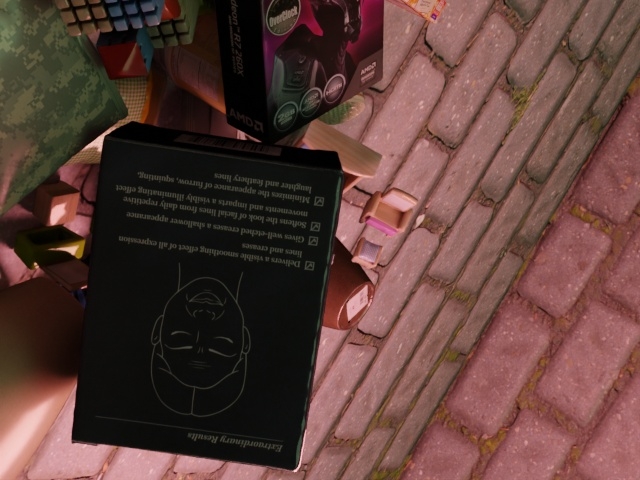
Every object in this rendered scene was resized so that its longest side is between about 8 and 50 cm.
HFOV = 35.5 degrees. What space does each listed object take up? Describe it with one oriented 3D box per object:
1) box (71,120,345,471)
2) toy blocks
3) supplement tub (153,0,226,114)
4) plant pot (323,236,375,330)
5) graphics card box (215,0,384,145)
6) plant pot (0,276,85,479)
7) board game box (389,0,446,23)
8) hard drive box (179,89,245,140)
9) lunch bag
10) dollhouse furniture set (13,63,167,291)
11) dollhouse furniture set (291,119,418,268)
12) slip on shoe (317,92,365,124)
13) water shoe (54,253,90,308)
[{"bbox_3d":[-0.143,0.065,1.311,0.212,0.294,0.395,-96,-165,-79],"label":"box"},{"bbox_3d":[-0.222,-0.330,1.086,0.381,0.191,0.261,75,12,-46],"label":"toy blocks"},{"bbox_3d":[-0.132,-0.262,1.433,0.144,0.200,0.144,-37,145,-31],"label":"supplement tub"},{"bbox_3d":[-0.016,0.067,1.913,0.215,0.230,0.215,-38,146,-32],"label":"plant pot"},{"bbox_3d":[-0.024,-0.329,1.250,0.233,0.094,0.371,-35,141,-35],"label":"graphics card box"},{"bbox_3d":[-0.447,0.182,1.370,0.274,0.256,0.256,-48,151,-33],"label":"plant pot"},{"bbox_3d":[0.109,-0.439,1.688,0.193,0.147,0.045,12,108,-61],"label":"board game box"},{"bbox_3d":[-0.161,-0.105,1.562,0.089,0.181,0.232,-3,138,-1],"label":"hard drive box"},{"bbox_3d":[-0.389,-0.197,1.128,0.235,0.169,0.287,-44,147,-19],"label":"lunch bag"},{"bbox_3d":[-0.293,-0.091,1.405,0.198,0.151,0.301,-16,131,-51],"label":"dollhouse furniture set"},{"bbox_3d":[0.000,0.000,1.716,0.303,0.286,0.198,-66,-169,-20],"label":"dollhouse furniture set"},{"bbox_3d":[-0.061,-0.265,1.661,0.331,0.101,0.123,1,153,-45],"label":"slip on shoe"},{"bbox_3d":[-0.382,0.085,1.528,0.203,0.073,0.080,-56,146,-3],"label":"water shoe"}]
